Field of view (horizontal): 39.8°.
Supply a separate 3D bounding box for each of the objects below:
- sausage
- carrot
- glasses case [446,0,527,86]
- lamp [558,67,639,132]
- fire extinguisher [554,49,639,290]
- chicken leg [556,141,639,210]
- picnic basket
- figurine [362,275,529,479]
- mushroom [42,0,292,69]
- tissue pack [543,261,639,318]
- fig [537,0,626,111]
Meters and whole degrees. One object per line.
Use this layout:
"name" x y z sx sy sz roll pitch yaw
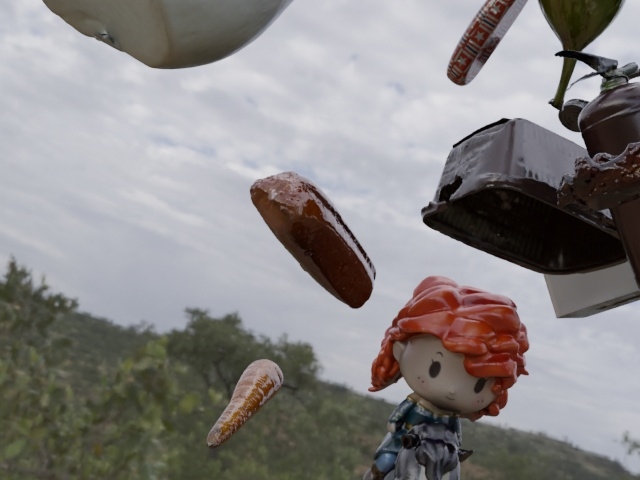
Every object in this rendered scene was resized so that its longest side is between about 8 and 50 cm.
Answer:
"sausage" 0.000 0.000 1.285 0.102 0.102 0.330 9 -23 28
"carrot" -0.109 0.231 1.278 0.061 0.061 0.257 14 15 12
"glasses case" 0.264 -0.339 1.422 0.049 0.194 0.073 42 21 20
"lamp" 0.509 -0.252 1.506 0.130 0.108 0.371 43 -25 -14
"fire extinguisher" 0.389 -0.081 1.070 0.136 0.337 0.114 -13 -9 -27
"chicken leg" 0.318 -0.077 0.844 0.090 0.048 0.219 21 -33 -38
"picnic basket" 0.306 -0.060 1.261 0.297 0.129 0.222 22 -25 -25
"figurine" 0.177 0.270 1.385 0.241 0.411 0.306 18 -20 12
"mushroom" -0.064 -0.251 0.763 0.159 0.329 0.122 46 -31 17
"tissue pack" 0.545 0.042 1.609 0.246 0.135 0.159 -24 -17 33
"fig" 0.381 -0.337 1.367 0.152 0.259 0.151 16 7 -2
